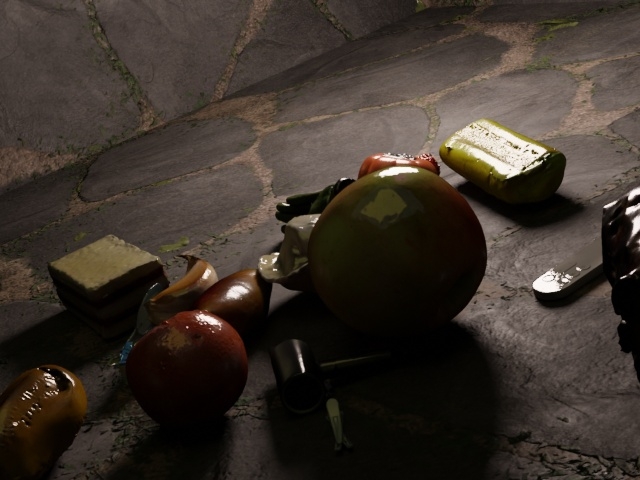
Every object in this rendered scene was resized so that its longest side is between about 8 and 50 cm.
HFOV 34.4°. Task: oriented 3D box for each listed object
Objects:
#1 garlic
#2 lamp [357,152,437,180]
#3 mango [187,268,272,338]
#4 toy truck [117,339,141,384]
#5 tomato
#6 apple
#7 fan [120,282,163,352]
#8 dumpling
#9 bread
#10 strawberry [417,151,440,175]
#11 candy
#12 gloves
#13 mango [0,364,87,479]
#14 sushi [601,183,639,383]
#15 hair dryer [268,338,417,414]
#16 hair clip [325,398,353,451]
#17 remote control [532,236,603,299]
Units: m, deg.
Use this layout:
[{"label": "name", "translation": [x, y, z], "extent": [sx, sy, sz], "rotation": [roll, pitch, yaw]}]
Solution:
[{"label": "garlic", "translation": [-0.263, 0.115, 2.137], "extent": [0.128, 0.115, 0.207], "rotation": [-12, 26, 27]}, {"label": "lamp", "translation": [0.172, -0.114, 2.337], "extent": [0.187, 0.164, 0.187], "rotation": [6, 9, -1]}, {"label": "mango", "translation": [-0.167, 0.131, 2.037], "extent": [0.133, 0.111, 0.267], "rotation": [5, 20, 20]}, {"label": "toy truck", "translation": [-0.296, 0.231, 1.965], "extent": [0.175, 0.067, 0.081], "rotation": [-7, 29, 15]}, {"label": "tomato", "translation": [-0.222, 0.224, 1.757], "extent": [0.208, 0.184, 0.208], "rotation": [-30, -11, -6]}, {"label": "apple", "translation": [0.142, 0.029, 1.824], "extent": [0.319, 0.319, 0.277], "rotation": [-26, 58, -22]}, {"label": "fan", "translation": [-0.368, 0.165, 2.137], "extent": [0.005, 0.113, 0.175], "rotation": [19, 52, 14]}, {"label": "dumpling", "translation": [0.002, 0.017, 2.072], "extent": [0.243, 0.175, 0.227], "rotation": [-48, -2, 12]}, {"label": "bread", "translation": [0.413, -0.172, 2.355], "extent": [0.166, 0.112, 0.383], "rotation": [-31, 27, -9]}, {"label": "strawberry", "translation": [0.254, -0.172, 2.541], "extent": [0.083, 0.073, 0.073], "rotation": [-35, 24, -5]}, {"label": "candy", "translation": [-0.470, 0.099, 2.310], "extent": [0.179, 0.135, 0.320], "rotation": [-28, 22, -25]}, {"label": "gloves", "translation": [-0.003, -0.066, 2.365], "extent": [0.268, 0.107, 0.135], "rotation": [-19, 39, 46]}, {"label": "mango", "translation": [-0.491, 0.321, 1.766], "extent": [0.155, 0.151, 0.249], "rotation": [0, 33, 12]}, {"label": "sushi", "translation": [0.563, 0.055, 1.489], "extent": [0.299, 0.281, 0.294], "rotation": [-24, 18, 21]}, {"label": "hair dryer", "translation": [0.040, 0.208, 1.792], "extent": [0.248, 0.078, 0.195], "rotation": [-8, 20, -6]}, {"label": "hair clip", "translation": [0.026, 0.291, 1.620], "extent": [0.030, 0.039, 0.115], "rotation": [-22, 24, 0]}, {"label": "remote control", "translation": [0.486, 0.046, 1.904], "extent": [0.245, 0.022, 0.077], "rotation": [-29, 27, -28]}]
